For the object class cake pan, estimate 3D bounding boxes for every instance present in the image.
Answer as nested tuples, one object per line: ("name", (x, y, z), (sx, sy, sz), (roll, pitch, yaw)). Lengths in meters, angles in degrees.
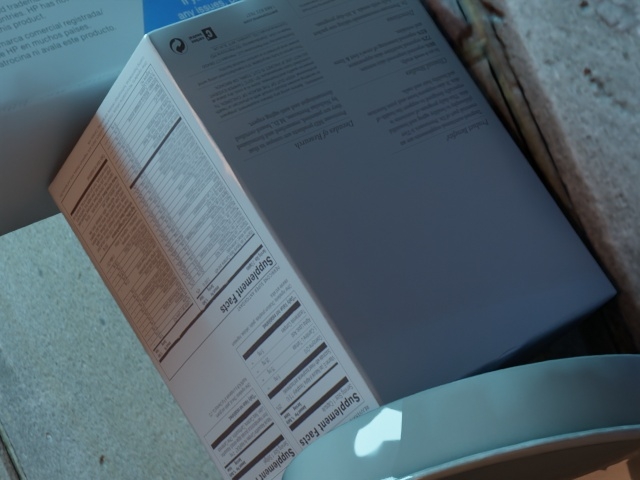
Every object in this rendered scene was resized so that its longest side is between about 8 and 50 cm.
("cake pan", (0.105, 0.138, 0.992), (0.293, 0.293, 0.054), (-47, 50, 52))

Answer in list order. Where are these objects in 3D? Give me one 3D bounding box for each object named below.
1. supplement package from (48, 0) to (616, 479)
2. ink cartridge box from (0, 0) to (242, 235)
("supplement package", (0.000, 0.000, 1.092), (0.262, 0.199, 0.198), (57, 144, 11))
("ink cartridge box", (-0.245, -0.218, 1.205), (0.395, 0.285, 0.166), (53, 143, 17))
